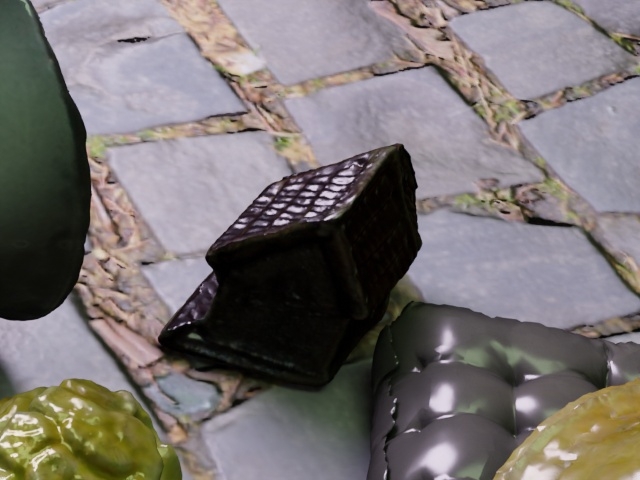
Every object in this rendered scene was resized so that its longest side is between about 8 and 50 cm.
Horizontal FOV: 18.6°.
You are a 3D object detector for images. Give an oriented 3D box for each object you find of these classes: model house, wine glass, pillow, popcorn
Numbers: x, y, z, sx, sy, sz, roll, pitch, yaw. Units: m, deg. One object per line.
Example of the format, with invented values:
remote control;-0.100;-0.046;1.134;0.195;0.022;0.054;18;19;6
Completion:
model house;0.003;-0.004;1.152;0.106;0.152;0.165;31;44;4
wine glass;-0.354;-0.013;0.967;0.406;0.267;0.267;-24;56;-31
pillow;0.183;0.155;1.089;0.326;0.101;0.228;16;38;-7
popcorn;-0.127;0.137;0.961;0.162;0.135;0.141;25;19;25

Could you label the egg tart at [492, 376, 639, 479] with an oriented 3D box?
egg tart;0.211;0.183;0.933;0.290;0.115;0.290;7;58;-11
